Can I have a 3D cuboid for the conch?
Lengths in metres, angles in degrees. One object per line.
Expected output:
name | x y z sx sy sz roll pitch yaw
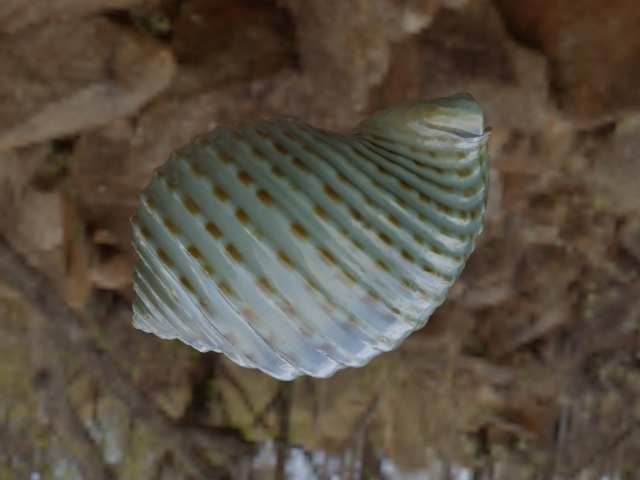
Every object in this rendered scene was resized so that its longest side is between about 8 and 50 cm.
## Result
conch | -0.001 0.007 0.732 0.153 0.102 0.135 -7 160 8
